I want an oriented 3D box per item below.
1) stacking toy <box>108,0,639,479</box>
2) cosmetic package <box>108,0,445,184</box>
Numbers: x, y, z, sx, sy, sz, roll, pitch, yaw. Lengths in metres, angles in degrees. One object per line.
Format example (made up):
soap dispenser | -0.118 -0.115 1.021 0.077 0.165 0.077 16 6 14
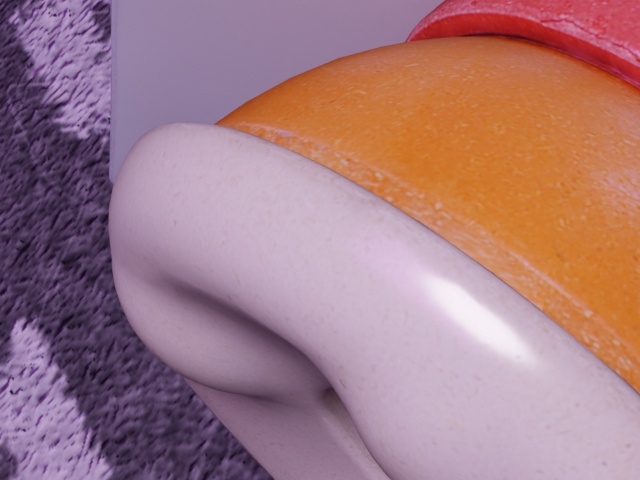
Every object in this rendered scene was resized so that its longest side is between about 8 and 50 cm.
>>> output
stacking toy | 0.180 -0.050 0.626 0.350 0.351 0.480 28 69 41
cosmetic package | -0.006 -0.264 0.821 0.161 0.230 0.453 8 57 -5
